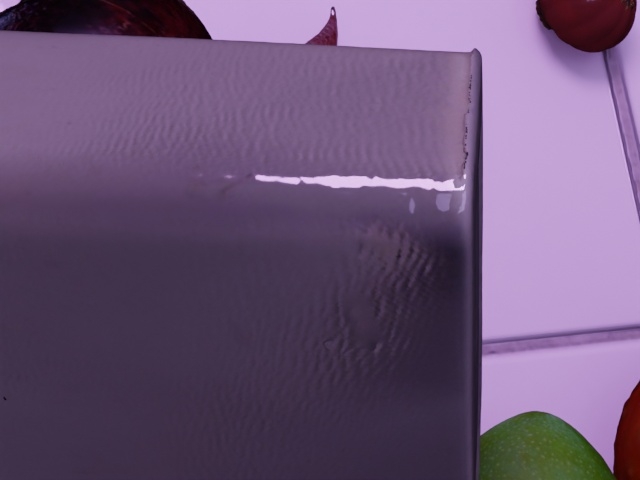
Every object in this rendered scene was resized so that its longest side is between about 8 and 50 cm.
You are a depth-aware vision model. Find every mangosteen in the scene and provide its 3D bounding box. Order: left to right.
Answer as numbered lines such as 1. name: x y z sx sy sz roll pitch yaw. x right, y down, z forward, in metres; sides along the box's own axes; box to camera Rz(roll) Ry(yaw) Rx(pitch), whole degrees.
1. mangosteen: -0.162 -0.076 0.930 0.216 0.216 0.216 4 72 -13

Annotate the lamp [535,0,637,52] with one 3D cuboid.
1. lamp: 0.230 -0.211 1.131 0.101 0.090 0.101 23 57 -42

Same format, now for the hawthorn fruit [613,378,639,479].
1. hawthorn fruit: 0.362 0.147 0.929 0.287 0.330 0.287 2 64 -4

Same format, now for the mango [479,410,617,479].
1. mango: 0.095 0.289 0.884 0.225 0.201 0.381 26 66 4

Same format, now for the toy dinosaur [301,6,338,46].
1. toy dinosaur: -0.044 -0.101 1.059 0.108 0.032 0.220 32 78 -7

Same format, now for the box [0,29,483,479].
1. box: -0.078 0.051 0.777 0.344 0.351 0.177 1 41 8
